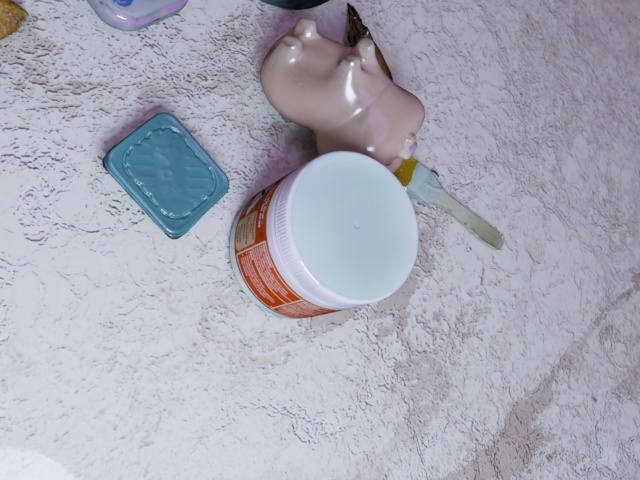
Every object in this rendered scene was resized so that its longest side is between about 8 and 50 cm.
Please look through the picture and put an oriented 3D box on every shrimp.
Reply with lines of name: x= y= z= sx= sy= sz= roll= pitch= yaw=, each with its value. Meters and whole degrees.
shrimp: x=0.092 y=-0.371 z=1.455 sx=0.066 sy=0.117 sz=0.262 roll=-18 pitch=63 yaw=-5

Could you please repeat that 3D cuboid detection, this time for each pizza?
pizza: x=-0.543 y=-0.334 z=1.072 sx=0.182 sy=0.062 sz=0.161 roll=5 pitch=69 yaw=-34

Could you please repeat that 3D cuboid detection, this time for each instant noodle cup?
instant noodle cup: x=-0.259 y=-0.105 z=1.171 sx=0.179 sy=0.070 sz=0.157 roll=49 pitch=58 yaw=-11

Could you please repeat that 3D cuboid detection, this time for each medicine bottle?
medicine bottle: x=0.000 y=0.000 z=1.196 sx=0.252 sy=0.240 sz=0.253 roll=7 pitch=75 yaw=-30

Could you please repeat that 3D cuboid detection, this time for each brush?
brush: x=0.274 y=-0.078 z=1.504 sx=0.336 sy=0.020 sz=0.086 roll=36 pitch=63 yaw=-19

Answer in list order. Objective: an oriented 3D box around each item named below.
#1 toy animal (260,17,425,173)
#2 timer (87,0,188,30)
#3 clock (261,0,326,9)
toy animal: x=0.036 y=-0.248 z=1.299 sx=0.326 sy=0.269 sz=0.237 roll=31 pitch=59 yaw=16
timer: x=-0.336 y=-0.472 z=1.215 sx=0.190 sy=0.069 sz=0.209 roll=-38 pitch=97 yaw=-31
clock: x=-0.077 y=-0.651 z=1.406 sx=0.385 sy=0.076 sz=0.387 roll=8 pitch=74 yaw=-28
